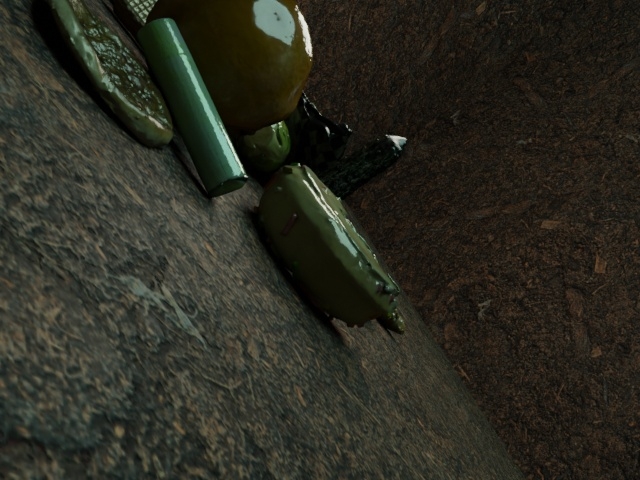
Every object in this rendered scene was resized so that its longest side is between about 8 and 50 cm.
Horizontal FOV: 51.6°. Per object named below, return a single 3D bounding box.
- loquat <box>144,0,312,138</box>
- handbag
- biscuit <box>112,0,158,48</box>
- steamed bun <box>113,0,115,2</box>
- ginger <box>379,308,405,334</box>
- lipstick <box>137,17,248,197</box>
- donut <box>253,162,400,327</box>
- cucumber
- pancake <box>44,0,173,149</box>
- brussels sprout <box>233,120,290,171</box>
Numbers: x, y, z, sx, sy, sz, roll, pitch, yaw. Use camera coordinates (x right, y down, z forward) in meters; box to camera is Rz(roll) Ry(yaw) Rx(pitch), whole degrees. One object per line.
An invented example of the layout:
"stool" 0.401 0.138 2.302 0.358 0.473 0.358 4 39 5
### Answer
"loquat" -0.176 -0.362 1.279 0.328 0.328 0.328 53 7 -9
"handbag" -0.094 -0.326 1.760 0.416 0.180 0.317 56 -29 16
"biscuit" -0.305 -0.387 1.431 0.378 0.094 0.054 52 -35 -13
"steamed bun" -0.420 -0.557 1.502 0.112 0.091 0.130 50 8 -15
"ginger" 0.180 0.186 1.971 0.213 0.074 0.137 62 9 18
"lipstick" -0.212 -0.218 1.097 0.304 0.076 0.076 65 8 3
"donut" -0.001 0.002 1.331 0.307 0.150 0.371 46 10 -46
"cucumber" 0.061 -0.150 1.621 0.096 0.359 0.096 56 4 -6
"pancake" -0.310 -0.258 0.975 0.282 0.049 0.282 56 6 -9
"brussels sprout" -0.141 -0.249 1.618 0.144 0.161 0.180 13 14 -5
